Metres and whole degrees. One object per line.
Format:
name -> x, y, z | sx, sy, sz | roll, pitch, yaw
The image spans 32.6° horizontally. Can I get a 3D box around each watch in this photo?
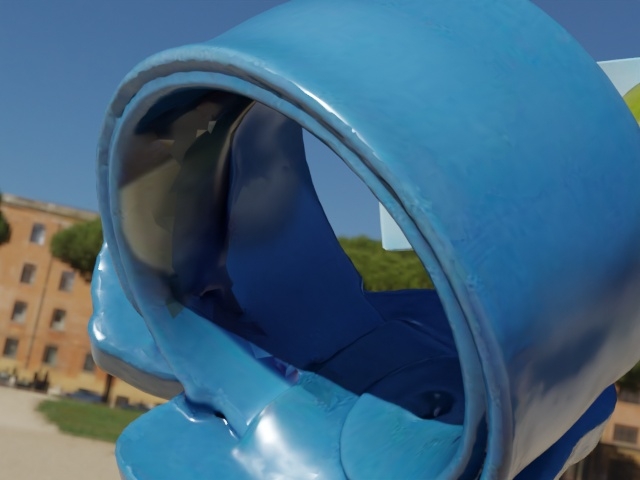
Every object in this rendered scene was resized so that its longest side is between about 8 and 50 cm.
watch -> 0.000, 0.000, 0.525 | 0.305, 0.241, 0.274 | 32, -42, 28

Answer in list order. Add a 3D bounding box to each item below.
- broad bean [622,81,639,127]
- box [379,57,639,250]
broad bean -> 0.302, -0.003, 0.740 | 0.291, 0.238, 0.119 | 51, -14, 26
box -> 0.166, -0.069, 0.928 | 0.232, 0.142, 0.083 | -4, 0, 12
